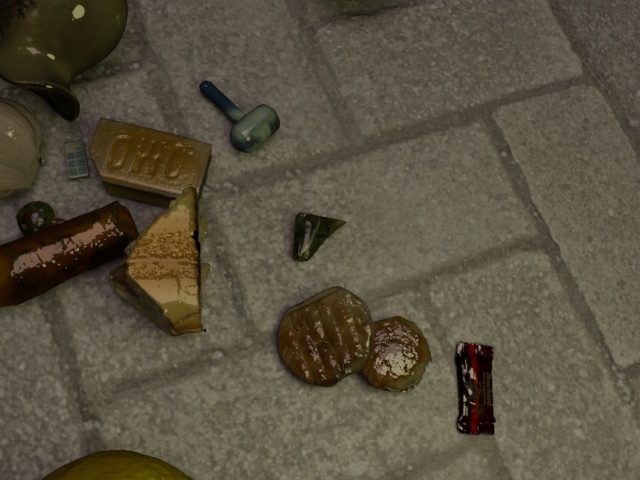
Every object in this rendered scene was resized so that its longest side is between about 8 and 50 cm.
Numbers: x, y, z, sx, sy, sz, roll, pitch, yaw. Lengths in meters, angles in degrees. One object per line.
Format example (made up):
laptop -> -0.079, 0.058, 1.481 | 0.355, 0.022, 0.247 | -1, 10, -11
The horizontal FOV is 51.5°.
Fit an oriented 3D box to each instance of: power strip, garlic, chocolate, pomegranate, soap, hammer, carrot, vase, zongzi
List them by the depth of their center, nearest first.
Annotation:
carrot -> -0.482, 0.025, 1.227 | 0.302, 0.114, 0.114 | -27, 77, -19
pomegranate -> -0.531, -0.034, 1.259 | 0.084, 0.073, 0.073 | 30, 67, 12
garlic -> -0.630, -0.186, 1.261 | 0.178, 0.143, 0.229 | 14, 60, -3
chocolate -> 0.310, 0.294, 1.321 | 0.086, 0.028, 0.182 | 10, 67, -10
soap -> -0.345, -0.151, 1.335 | 0.232, 0.073, 0.140 | 13, 64, -5
vase -> -0.569, -0.424, 1.337 | 0.329, 0.241, 0.302 | 16, 80, 25
power strip -> -0.493, -0.162, 1.341 | 0.040, 0.016, 0.090 | -11, 73, -14
zongzi -> 0.000, 0.000, 1.363 | 0.113, 0.052, 0.104 | 10, 76, -21
hammer -> -0.184, -0.277, 1.418 | 0.194, 0.069, 0.116 | 42, 69, 11

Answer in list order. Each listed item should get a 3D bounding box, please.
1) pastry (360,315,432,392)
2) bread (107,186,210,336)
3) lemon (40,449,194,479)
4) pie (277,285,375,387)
pastry -> 0.138, 0.219, 1.287 | 0.153, 0.081, 0.153 | 3, 74, -11
bread -> -0.247, 0.061, 1.218 | 0.224, 0.183, 0.211 | -42, 84, -18
lemon -> -0.310, 0.486, 0.956 | 0.349, 0.387, 0.350 | -1, 81, 6
pie -> 0.012, 0.185, 1.261 | 0.195, 0.046, 0.195 | -5, 71, 16
